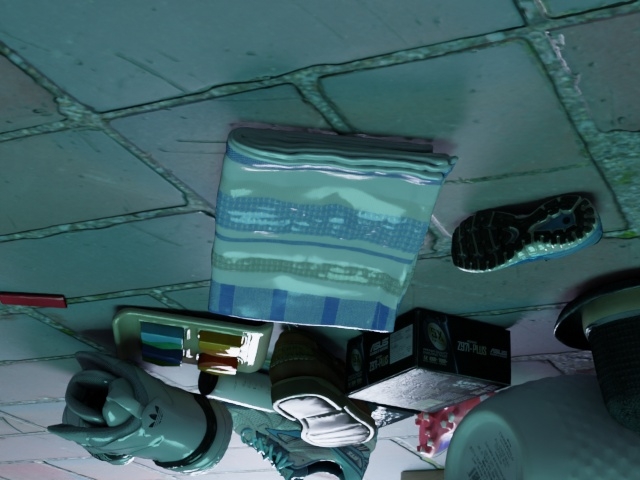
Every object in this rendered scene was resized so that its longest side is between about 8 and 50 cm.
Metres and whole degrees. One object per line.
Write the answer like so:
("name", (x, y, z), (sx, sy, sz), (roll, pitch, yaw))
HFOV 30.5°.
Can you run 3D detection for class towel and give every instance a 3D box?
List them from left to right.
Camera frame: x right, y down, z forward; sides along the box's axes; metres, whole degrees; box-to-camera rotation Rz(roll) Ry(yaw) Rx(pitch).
("towel", (0.000, 0.000, 1.141), (0.209, 0.034, 0.285), (6, 142, -6))

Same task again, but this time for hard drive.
("hard drive", (0.087, 0.277, 1.899), (0.094, 0.022, 0.135), (14, 155, -25))

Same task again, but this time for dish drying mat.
("dish drying mat", (-0.364, 0.075, 1.486), (0.083, 0.008, 0.032), (4, 157, 0))

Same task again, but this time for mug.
("mug", (0.350, 0.348, 1.504), (0.328, 0.374, 0.276), (9, 140, -29))

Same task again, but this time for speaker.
("speaker", (-0.112, 0.216, 1.734), (0.136, 0.055, 0.055), (20, 152, -36))

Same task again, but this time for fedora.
("fedora", (0.446, 0.151, 1.387), (0.334, 0.152, 0.334), (3, 158, 1))

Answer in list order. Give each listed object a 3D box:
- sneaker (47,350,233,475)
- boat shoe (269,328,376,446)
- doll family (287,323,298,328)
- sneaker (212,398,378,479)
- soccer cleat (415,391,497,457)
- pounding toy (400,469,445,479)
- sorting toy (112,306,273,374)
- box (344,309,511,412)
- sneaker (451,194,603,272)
("sneaker", (-0.307, 0.236, 1.679), (0.366, 0.137, 0.210), (0, 155, 47))
("boat shoe", (0.009, 0.211, 1.653), (0.111, 0.104, 0.307), (-11, 154, 8))
("doll family", (-0.005, 0.049, 1.307), (0.111, 0.076, 0.193), (18, 148, -23))
("sneaker", (-0.053, 0.318, 1.859), (0.283, 0.122, 0.110), (12, 154, 0))
("soccer cleat", (0.214, 0.287, 1.841), (0.095, 0.083, 0.248), (2, 155, -10))
("pounding toy", (0.241, 0.519, 2.362), (0.141, 0.100, 0.130), (-8, 156, 25))
("sorting toy", (-0.173, 0.144, 1.588), (0.208, 0.038, 0.193), (5, 157, -5))
("box", (0.139, 0.162, 1.543), (0.147, 0.077, 0.180), (14, 155, -25))
("sneaker", (0.208, 0.005, 1.181), (0.162, 0.063, 0.073), (-11, 157, 30))
